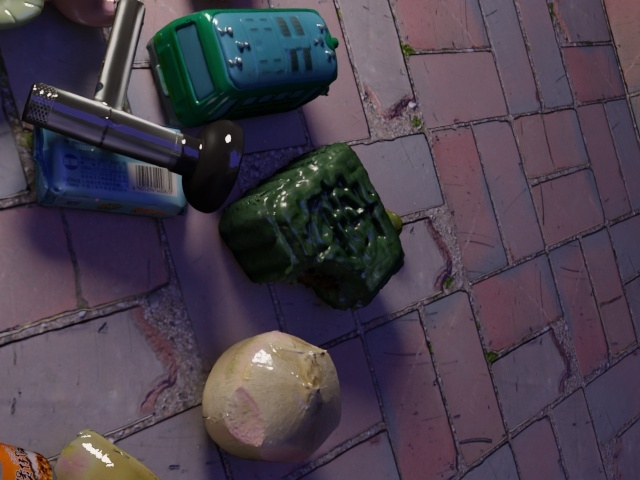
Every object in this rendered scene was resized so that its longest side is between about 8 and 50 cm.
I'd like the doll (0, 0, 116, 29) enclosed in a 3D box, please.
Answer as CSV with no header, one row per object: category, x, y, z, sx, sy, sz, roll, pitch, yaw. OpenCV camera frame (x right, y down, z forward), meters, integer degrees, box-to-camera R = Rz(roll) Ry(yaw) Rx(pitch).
doll,-0.454,-0.428,1.086,0.268,0.216,0.284,-7,67,-18

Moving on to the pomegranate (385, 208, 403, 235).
pomegranate,0.142,-0.038,1.581,0.073,0.073,0.085,-4,47,-42

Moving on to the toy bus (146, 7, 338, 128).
toy bus,-0.126,-0.331,1.321,0.343,0.199,0.184,-21,93,-44

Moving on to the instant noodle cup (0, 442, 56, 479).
instant noodle cup,-0.429,0.336,0.929,0.208,0.177,0.125,-53,138,5

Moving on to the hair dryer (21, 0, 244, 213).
hair dryer,-0.251,-0.236,1.102,0.320,0.155,0.284,28,82,-27

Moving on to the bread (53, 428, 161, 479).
bread,-0.296,0.399,1.029,0.261,0.156,0.158,51,51,-20

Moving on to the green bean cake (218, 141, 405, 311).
green bean cake,0.000,0.000,1.375,0.300,0.169,0.308,-42,109,-39

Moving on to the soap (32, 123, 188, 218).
soap,-0.334,-0.123,1.167,0.293,0.077,0.156,6,75,-42

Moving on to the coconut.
coconut,-0.072,0.267,1.206,0.227,0.230,0.227,12,72,-41
